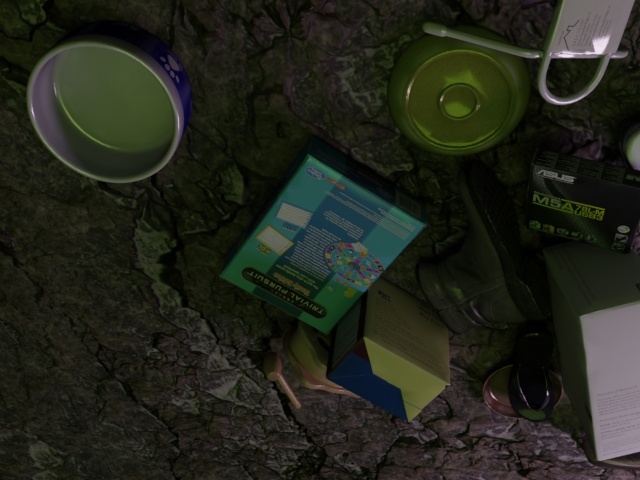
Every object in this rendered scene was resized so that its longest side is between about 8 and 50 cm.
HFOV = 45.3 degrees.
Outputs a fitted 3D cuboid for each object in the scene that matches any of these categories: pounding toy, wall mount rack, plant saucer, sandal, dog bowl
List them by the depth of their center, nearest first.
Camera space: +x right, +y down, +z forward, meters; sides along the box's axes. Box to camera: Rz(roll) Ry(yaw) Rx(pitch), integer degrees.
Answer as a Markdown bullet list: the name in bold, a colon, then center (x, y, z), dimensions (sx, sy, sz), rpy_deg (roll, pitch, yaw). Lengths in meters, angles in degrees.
- **wall mount rack**: center (0.325, -0.374, 1.090), dimensions (0.304, 0.130, 0.350), rpy_deg (-3, 128, -16)
- **plant saucer**: center (0.232, -0.239, 1.289), dimensions (0.241, 0.037, 0.241), rpy_deg (3, 125, 5)
- **dog bowl**: center (-0.360, -0.238, 1.328), dimensions (0.265, 0.104, 0.265), rpy_deg (4, 126, 5)
- **sandal**: center (0.438, 0.290, 1.592), dimensions (0.097, 0.054, 0.254), rpy_deg (-5, 124, 11)
- **pounding toy**: center (-0.010, 0.252, 1.617), dimensions (0.270, 0.154, 0.155), rpy_deg (18, 128, -29)
- **plant saucer**: center (0.436, 0.319, 1.665), dimensions (0.168, 0.029, 0.168), rpy_deg (3, 126, 4)

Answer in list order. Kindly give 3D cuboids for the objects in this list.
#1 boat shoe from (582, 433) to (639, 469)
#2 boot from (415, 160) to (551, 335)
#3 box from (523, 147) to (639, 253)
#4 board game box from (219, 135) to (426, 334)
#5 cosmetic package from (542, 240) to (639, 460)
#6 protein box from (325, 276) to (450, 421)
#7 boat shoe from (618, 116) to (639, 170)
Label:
- **boat shoe**: center (0.755, 0.464, 1.663), dimensions (0.355, 0.132, 0.130), rpy_deg (-6, 124, 13)
- **boot**: center (0.267, 0.033, 1.434), dimensions (0.223, 0.118, 0.338), rpy_deg (-15, 109, 35)
- **box**: center (0.450, -0.065, 1.311), dimensions (0.191, 0.045, 0.184), rpy_deg (17, 152, 19)
- **board game box**: center (0.000, 0.000, 1.465), dimensions (0.254, 0.079, 0.336), rpy_deg (30, 124, -14)
- **cosmetic package**: center (0.540, 0.199, 1.441), dimensions (0.156, 0.217, 0.385), rpy_deg (-17, 121, 6)
- **protein box**: center (0.136, 0.208, 1.519), dimensions (0.200, 0.201, 0.136), rpy_deg (30, 124, -13)
- **boat shoe**: center (0.599, -0.083, 1.309), dimensions (0.108, 0.102, 0.301), rpy_deg (-37, 107, 17)
